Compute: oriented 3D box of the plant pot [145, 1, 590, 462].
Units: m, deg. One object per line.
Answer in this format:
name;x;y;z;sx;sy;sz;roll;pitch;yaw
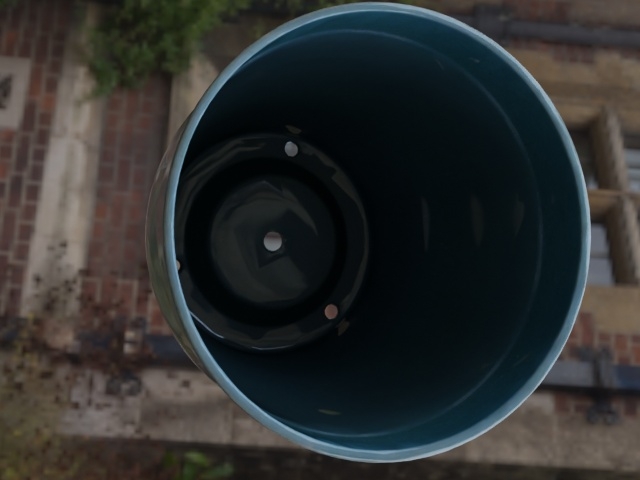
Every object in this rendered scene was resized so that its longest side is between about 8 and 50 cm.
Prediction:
plant pot;0.000;0.000;0.875;0.255;0.271;0.272;172;-78;-71
